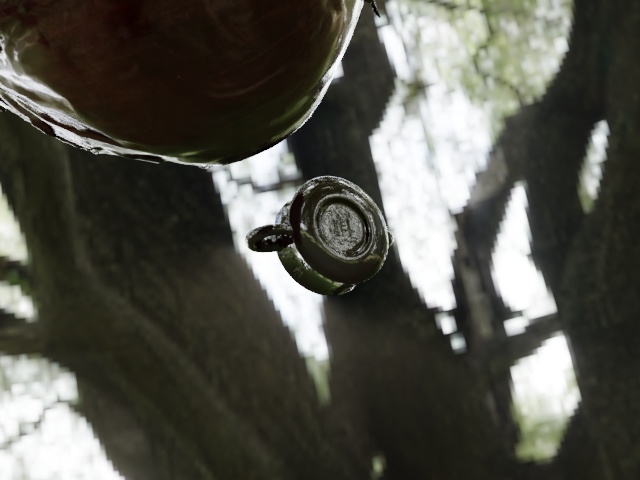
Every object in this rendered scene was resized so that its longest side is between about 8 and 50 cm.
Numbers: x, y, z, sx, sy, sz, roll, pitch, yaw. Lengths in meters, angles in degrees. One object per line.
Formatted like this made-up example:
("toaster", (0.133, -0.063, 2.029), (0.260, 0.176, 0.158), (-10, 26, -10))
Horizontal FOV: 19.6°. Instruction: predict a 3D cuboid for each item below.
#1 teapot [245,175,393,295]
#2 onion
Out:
("teapot", (0.000, 0.000, 1.099), (0.100, 0.068, 0.045), (0, -23, -28))
("onion", (-0.066, -0.164, 0.932), (0.281, 0.281, 0.221), (-19, -58, 12))
